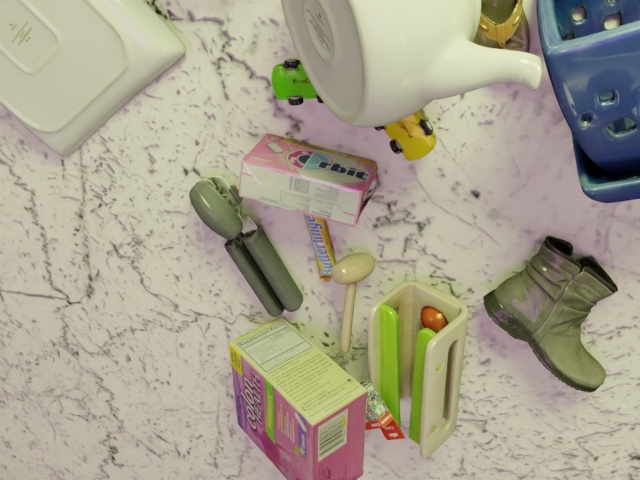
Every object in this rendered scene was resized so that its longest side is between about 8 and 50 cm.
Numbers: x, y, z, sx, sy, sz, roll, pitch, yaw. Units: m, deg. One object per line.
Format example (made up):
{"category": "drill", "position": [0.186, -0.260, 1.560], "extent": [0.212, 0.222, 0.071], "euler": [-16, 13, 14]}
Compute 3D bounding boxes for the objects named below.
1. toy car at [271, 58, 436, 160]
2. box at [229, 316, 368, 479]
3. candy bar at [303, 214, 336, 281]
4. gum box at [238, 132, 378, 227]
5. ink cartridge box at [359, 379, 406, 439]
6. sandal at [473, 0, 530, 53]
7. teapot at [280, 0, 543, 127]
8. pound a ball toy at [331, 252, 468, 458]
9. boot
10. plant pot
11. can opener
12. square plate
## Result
{"category": "toy car", "position": [0.045, -0.226, 0.812], "extent": [0.225, 0.053, 0.238], "euler": [2, 120, 17]}
{"category": "box", "position": [-0.043, 0.297, 1.056], "extent": [0.243, 0.117, 0.213], "euler": [34, 136, 41]}
{"category": "candy bar", "position": [0.000, 0.000, 0.988], "extent": [0.040, 0.018, 0.161], "euler": [-4, 119, 20]}
{"category": "gum box", "position": [-0.012, -0.091, 0.881], "extent": [0.189, 0.107, 0.062], "euler": [16, 124, 8]}
{"category": "ink cartridge box", "position": [0.089, 0.295, 1.012], "extent": [0.115, 0.029, 0.063], "euler": [57, 147, 3]}
{"category": "sandal", "position": [0.217, -0.282, 0.723], "extent": [0.072, 0.049, 0.180], "euler": [2, 121, 17]}
{"category": "teapot", "position": [0.077, -0.256, 0.630], "extent": [0.187, 0.252, 0.255], "euler": [-25, 108, -12]}
{"category": "pound a ball toy", "position": [0.139, 0.174, 1.003], "extent": [0.208, 0.136, 0.319], "euler": [27, 135, 38]}
{"category": "boot", "position": [0.384, 0.116, 0.901], "extent": [0.247, 0.083, 0.161], "euler": [39, 119, -9]}
{"category": "plant pot", "position": [0.369, -0.181, 0.633], "extent": [0.236, 0.236, 0.212], "euler": [-10, 124, 24]}
{"category": "can opener", "position": [-0.130, 0.021, 0.996], "extent": [0.076, 0.095, 0.283], "euler": [-19, 113, 28]}
{"category": "square plate", "position": [-0.432, -0.311, 0.880], "extent": [0.347, 0.049, 0.344], "euler": [-28, 120, 32]}
